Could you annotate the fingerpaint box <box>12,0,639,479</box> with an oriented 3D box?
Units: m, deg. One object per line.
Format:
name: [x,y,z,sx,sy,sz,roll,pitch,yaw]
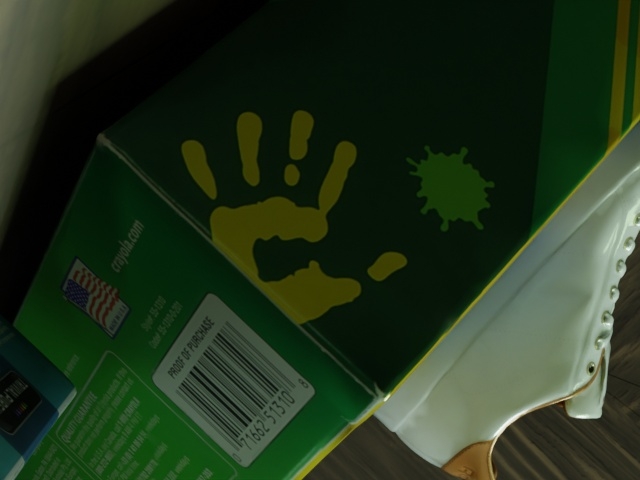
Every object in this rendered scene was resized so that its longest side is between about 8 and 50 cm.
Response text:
fingerpaint box: [0.000,0.000,0.889,0.371,0.163,0.445,-44,175,-33]

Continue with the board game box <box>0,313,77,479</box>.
board game box: [-0.242,0.166,0.589,0.336,0.079,0.254,-46,-177,0]

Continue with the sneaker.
sneaker: [0.170,0.042,1.084,0.290,0.123,0.106,-50,175,7]
